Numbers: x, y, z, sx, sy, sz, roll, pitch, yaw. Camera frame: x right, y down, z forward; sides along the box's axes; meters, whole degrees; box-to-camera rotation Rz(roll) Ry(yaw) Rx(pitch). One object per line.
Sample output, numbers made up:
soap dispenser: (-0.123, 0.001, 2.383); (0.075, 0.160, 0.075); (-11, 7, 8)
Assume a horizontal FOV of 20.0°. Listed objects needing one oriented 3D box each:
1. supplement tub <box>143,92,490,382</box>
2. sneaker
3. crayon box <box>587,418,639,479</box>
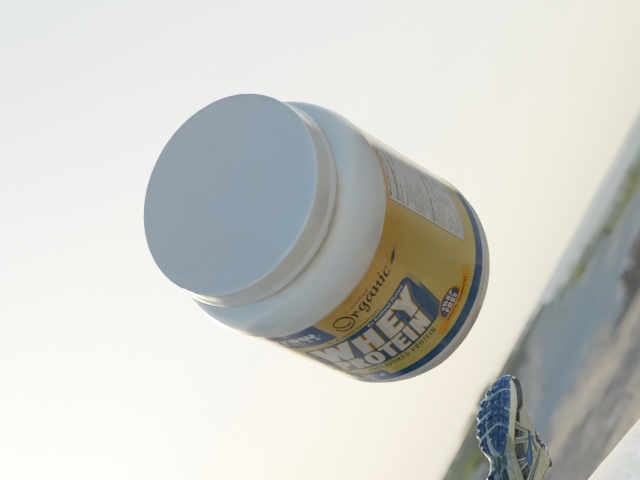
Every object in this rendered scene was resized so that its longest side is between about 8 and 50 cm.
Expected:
supplement tub: (0.000, 0.000, 1.112); (0.200, 0.144, 0.144); (26, -88, -53)
sneaker: (0.180, 0.191, 1.659); (0.052, 0.058, 0.135); (-21, 67, 57)
crayon box: (0.244, 0.267, 1.434); (0.313, 0.106, 0.363); (-49, -3, -2)
